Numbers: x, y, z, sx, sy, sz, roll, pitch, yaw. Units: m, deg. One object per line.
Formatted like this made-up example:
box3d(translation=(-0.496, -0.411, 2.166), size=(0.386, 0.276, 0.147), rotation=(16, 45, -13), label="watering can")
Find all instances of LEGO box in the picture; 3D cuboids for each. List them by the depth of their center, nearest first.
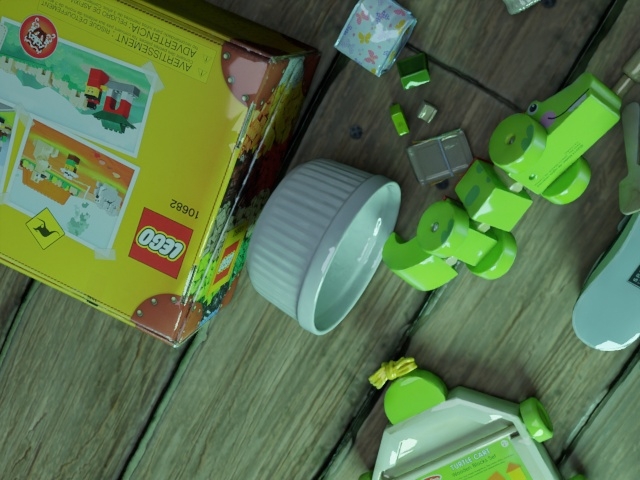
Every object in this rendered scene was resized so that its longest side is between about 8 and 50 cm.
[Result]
box3d(translation=(-0.306, -0.154, 1.214), size=(0.500, 0.193, 0.372), rotation=(25, 109, 9), label="LEGO box")

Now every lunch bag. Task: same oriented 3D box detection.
box3d(translation=(0.069, -0.250, 1.158), size=(0.071, 0.053, 0.083), rotation=(34, 120, 8), label="lunch bag")

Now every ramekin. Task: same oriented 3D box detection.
box3d(translation=(0.000, 0.000, 1.166), size=(0.109, 0.207, 0.207), rotation=(28, 110, 18), label="ramekin")

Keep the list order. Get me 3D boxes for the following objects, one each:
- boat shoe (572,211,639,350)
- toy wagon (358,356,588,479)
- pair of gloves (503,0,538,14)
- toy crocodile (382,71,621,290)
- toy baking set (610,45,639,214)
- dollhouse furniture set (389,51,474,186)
box3d(translation=(0.397, -0.009, 1.098), size=(0.113, 0.105, 0.306), rotation=(29, 116, 3), label="boat shoe")
box3d(translation=(0.182, 0.294, 1.256), size=(0.267, 0.068, 0.344), rotation=(-30, 93, 20), label="toy wagon")
box3d(translation=(0.247, -0.395, 1.067), size=(0.240, 0.042, 0.204), rotation=(-40, 83, 23), label="pair of gloves")
box3d(translation=(0.208, -0.061, 1.136), size=(0.115, 0.105, 0.340), rotation=(22, 121, -34), label="toy crocodile")
box3d(translation=(0.384, -0.157, 1.033), size=(0.030, 0.196, 0.256), rotation=(26, 119, -30), label="toy baking set")
box3d(translation=(0.131, -0.146, 1.182), size=(0.076, 0.058, 0.151), rotation=(-19, 117, 12), label="dollhouse furniture set")
